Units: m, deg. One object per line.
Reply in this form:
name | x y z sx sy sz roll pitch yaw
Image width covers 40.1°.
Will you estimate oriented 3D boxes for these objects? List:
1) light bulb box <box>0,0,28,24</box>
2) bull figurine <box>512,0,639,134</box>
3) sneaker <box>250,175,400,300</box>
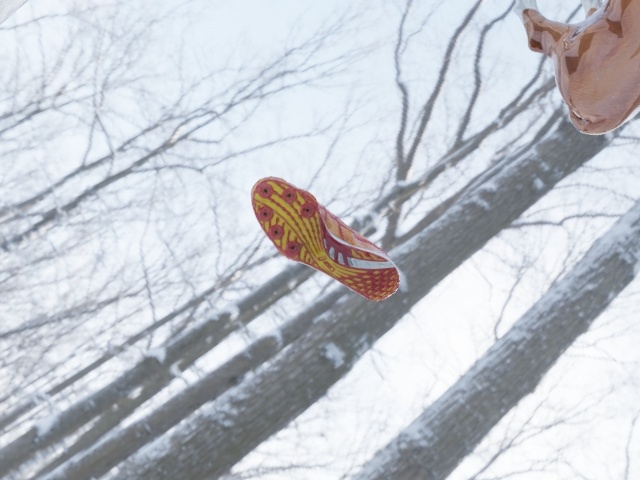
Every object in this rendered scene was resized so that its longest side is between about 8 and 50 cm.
light bulb box | -0.252 -0.430 0.723 0.225 0.361 0.358 46 -8 3
bull figurine | 0.301 -0.229 0.714 0.310 0.101 0.188 -44 -135 26
sneaker | 0.000 0.000 0.857 0.175 0.064 0.067 39 4 -17
